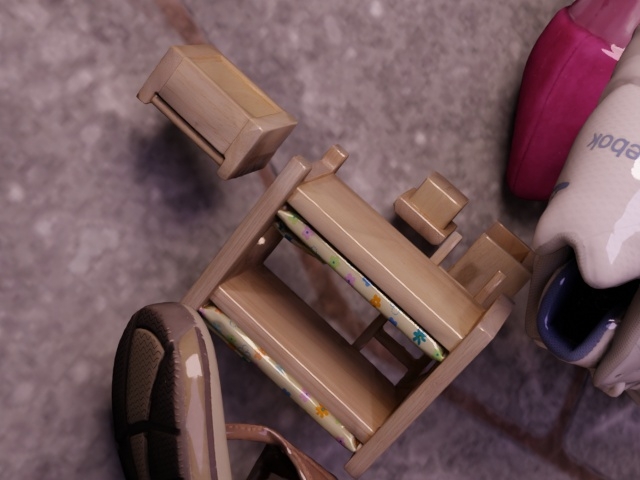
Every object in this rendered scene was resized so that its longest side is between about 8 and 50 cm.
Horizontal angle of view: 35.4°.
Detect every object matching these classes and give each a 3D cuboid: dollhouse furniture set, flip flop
[{"bbox_3d":[0.000,0.000,0.501,0.182,0.101,0.161,43,21,8],"label":"dollhouse furniture set"},{"bbox_3d":[-0.018,0.147,0.444,0.080,0.112,0.277,-27,106,-20],"label":"flip flop"}]

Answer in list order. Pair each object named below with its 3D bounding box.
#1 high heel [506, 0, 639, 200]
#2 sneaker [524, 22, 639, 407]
[{"bbox_3d":[0.269,-0.096,0.652,0.377,0.127,0.181,8,123,-38],"label":"high heel"},{"bbox_3d":[0.155,0.023,0.506,0.129,0.111,0.297,-46,145,-12],"label":"sneaker"}]
